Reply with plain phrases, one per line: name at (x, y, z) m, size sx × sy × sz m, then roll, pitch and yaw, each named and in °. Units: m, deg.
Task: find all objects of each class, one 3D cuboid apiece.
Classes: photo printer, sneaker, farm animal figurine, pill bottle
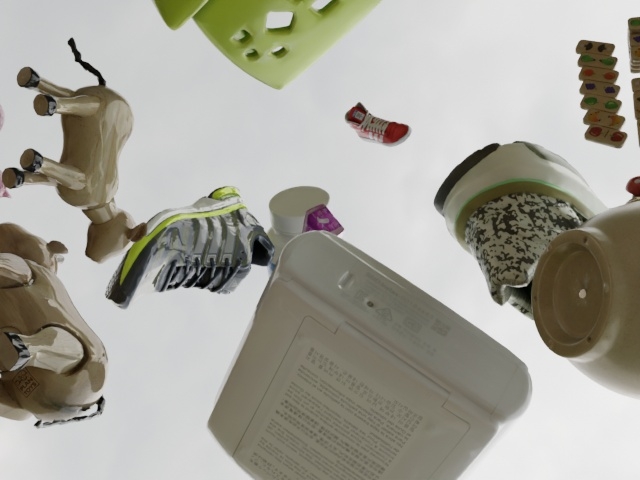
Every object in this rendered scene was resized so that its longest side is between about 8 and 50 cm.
photo printer at (0.027, 0.168, 0.950) m, size 0.107 × 0.256 × 0.307 m, roll -48°, pitch 168°, yaw -46°
sneaker at (0.086, -0.184, 1.535) m, size 0.118 × 0.067 × 0.042 m, roll 10°, pitch -114°, yaw 49°
farm animal figurine at (-0.276, 0.030, 0.916) m, size 0.330 × 0.172 × 0.326 m, roll -29°, pitch -110°, yaw 25°
sneaker at (-0.158, 0.021, 1.269) m, size 0.121 × 0.300 × 0.111 m, roll 42°, pitch -54°, yaw 10°
pill bottle at (-0.019, 0.036, 1.456) m, size 0.124 × 0.221 × 0.124 m, roll -6°, pitch -148°, yaw 4°
sneaker at (0.290, 0.071, 0.965) m, size 0.158 × 0.410 × 0.182 m, roll -48°, pitch -153°, yaw 39°

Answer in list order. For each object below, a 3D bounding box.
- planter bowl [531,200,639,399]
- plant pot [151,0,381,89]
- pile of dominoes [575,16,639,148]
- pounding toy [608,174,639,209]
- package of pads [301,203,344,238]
planter bowl at (0.230, 0.043, 0.739) m, size 0.162 × 0.109 × 0.162 m, roll -174°, pitch -90°, yaw -68°
plant pot at (-0.070, -0.316, 0.941) m, size 0.227 × 0.207 × 0.228 m, roll -40°, pitch -117°, yaw 25°
pile of dominoes at (0.478, -0.234, 1.429) m, size 0.196 × 0.040 × 0.251 m, roll -3°, pitch -130°, yaw 14°
pounding toy at (0.432, -0.028, 1.390) m, size 0.183 × 0.237 × 0.110 m, roll -131°, pitch -139°, yaw -63°
package of pads at (0.000, 0.000, 1.193) m, size 0.032 × 0.083 × 0.050 m, roll -26°, pitch -118°, yaw -26°
